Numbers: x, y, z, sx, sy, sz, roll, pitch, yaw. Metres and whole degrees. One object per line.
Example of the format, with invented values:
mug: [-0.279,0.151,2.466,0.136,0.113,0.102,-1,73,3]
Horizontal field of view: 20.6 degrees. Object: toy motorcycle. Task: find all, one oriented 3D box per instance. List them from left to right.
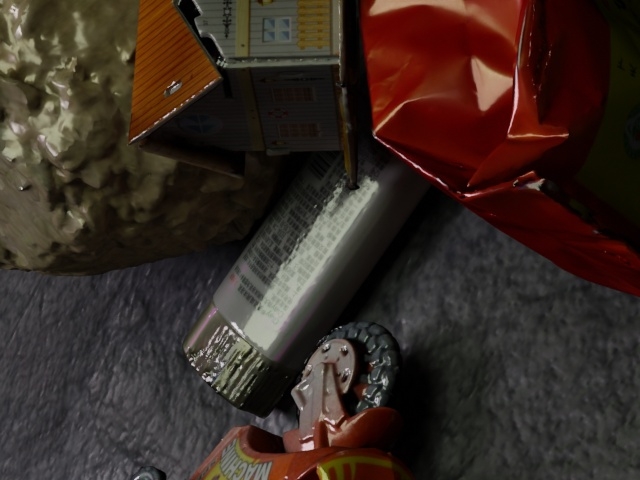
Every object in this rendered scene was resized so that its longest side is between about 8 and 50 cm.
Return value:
toy motorcycle: [-0.039,0.186,1.034,0.298,0.089,0.171,-52,42,13]

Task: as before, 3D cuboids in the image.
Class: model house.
model house: [-0.046,-0.154,1.022,0.136,0.207,0.219,-3,67,3]

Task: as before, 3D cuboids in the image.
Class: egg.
egg: [-0.156,-0.102,1.184,0.310,0.279,0.279,4,72,32]

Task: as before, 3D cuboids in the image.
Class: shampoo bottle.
shampoo bottle: [0.000,0.000,1.120,0.227,0.056,0.086,-56,42,8]

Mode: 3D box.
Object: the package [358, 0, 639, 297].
package: [0.116,-0.154,0.973,0.123,0.196,0.423,-26,52,32]
